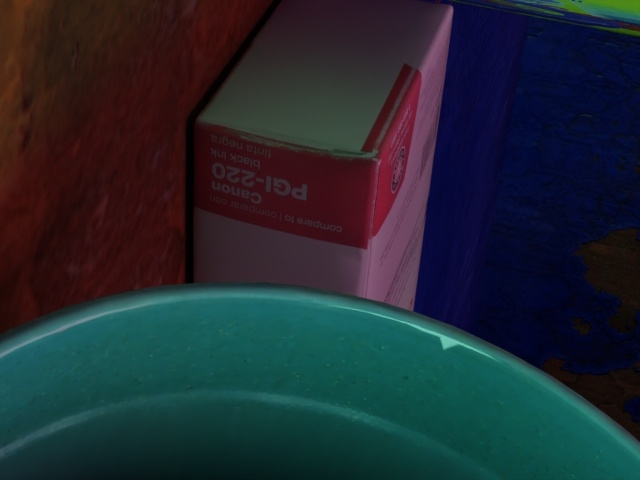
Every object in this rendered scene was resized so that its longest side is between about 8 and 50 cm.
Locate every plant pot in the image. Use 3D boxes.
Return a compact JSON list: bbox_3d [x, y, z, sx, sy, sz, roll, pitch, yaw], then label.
[{"bbox_3d":[-0.030,0.196,0.392,0.271,0.272,0.255,-64,179,-48],"label":"plant pot"}]

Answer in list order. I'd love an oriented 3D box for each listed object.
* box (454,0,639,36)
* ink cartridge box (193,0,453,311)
[{"bbox_3d":[0.106,-0.217,0.450,0.177,0.290,0.279,-20,123,-78],"label":"box"},{"bbox_3d":[0.000,0.000,0.687,0.158,0.092,0.217,-63,161,-51],"label":"ink cartridge box"}]
